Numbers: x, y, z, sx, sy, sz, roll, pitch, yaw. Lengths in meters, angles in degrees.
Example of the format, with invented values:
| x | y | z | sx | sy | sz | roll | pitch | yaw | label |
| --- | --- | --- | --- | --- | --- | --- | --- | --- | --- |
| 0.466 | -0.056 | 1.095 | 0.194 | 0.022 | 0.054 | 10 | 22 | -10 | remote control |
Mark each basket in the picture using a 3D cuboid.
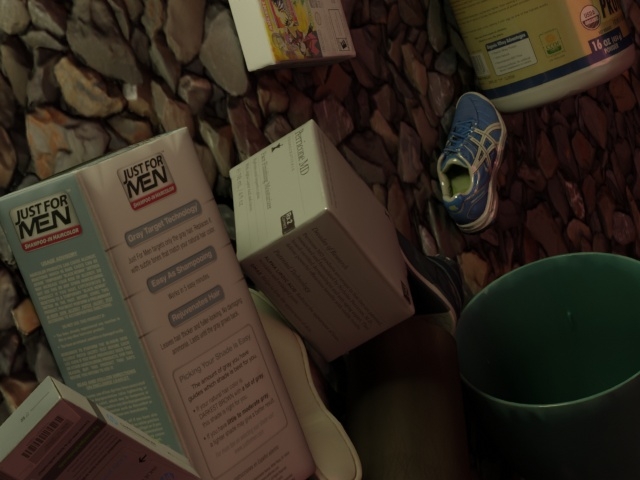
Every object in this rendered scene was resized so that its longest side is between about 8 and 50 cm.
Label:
| x | y | z | sx | sy | sz | roll | pitch | yaw | label |
| --- | --- | --- | --- | --- | --- | --- | --- | --- | --- |
| 0.097 | 0.220 | 1.863 | 0.204 | 0.154 | 0.226 | 74 | 13 | -56 | basket |

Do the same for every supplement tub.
| x | y | z | sx | sy | sz | roll | pitch | yaw | label |
| --- | --- | --- | --- | --- | --- | --- | --- | --- | --- |
| 0.297 | -0.360 | 2.333 | 0.228 | 0.228 | 0.316 | -34 | 105 | -56 | supplement tub |

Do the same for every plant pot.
| x | y | z | sx | sy | sz | roll | pitch | yaw | label |
| --- | --- | --- | --- | --- | --- | --- | --- | --- | --- |
| 0.337 | 0.198 | 2.119 | 0.293 | 0.293 | 0.235 | -64 | 142 | -46 | plant pot |

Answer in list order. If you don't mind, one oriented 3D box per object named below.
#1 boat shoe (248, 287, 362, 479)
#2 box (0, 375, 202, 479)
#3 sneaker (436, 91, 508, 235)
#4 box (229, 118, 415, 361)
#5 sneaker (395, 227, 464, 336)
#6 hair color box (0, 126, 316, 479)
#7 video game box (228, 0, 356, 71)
| x | y | z | sx | sy | sz | roll | pitch | yaw | label |
| --- | --- | --- | --- | --- | --- | --- | --- | --- | --- |
| -0.044 | 0.169 | 1.730 | 0.095 | 0.079 | 0.254 | -16 | 68 | -46 | boat shoe |
| -0.214 | 0.215 | 1.419 | 0.186 | 0.145 | 0.038 | 38 | 8 | -40 | box |
| 0.204 | -0.116 | 2.226 | 0.081 | 0.080 | 0.211 | 37 | 47 | -47 | sneaker |
| 0.000 | 0.000 | 1.789 | 0.182 | 0.119 | 0.181 | 50 | 18 | -32 | box |
| 0.091 | 0.023 | 2.004 | 0.226 | 0.086 | 0.163 | 52 | 17 | 0 | sneaker |
| -0.153 | 0.097 | 1.579 | 0.185 | 0.114 | 0.374 | -30 | 103 | -56 | hair color box |
| -0.047 | -0.308 | 1.970 | 0.187 | 0.048 | 0.205 | -13 | 87 | -59 | video game box |
